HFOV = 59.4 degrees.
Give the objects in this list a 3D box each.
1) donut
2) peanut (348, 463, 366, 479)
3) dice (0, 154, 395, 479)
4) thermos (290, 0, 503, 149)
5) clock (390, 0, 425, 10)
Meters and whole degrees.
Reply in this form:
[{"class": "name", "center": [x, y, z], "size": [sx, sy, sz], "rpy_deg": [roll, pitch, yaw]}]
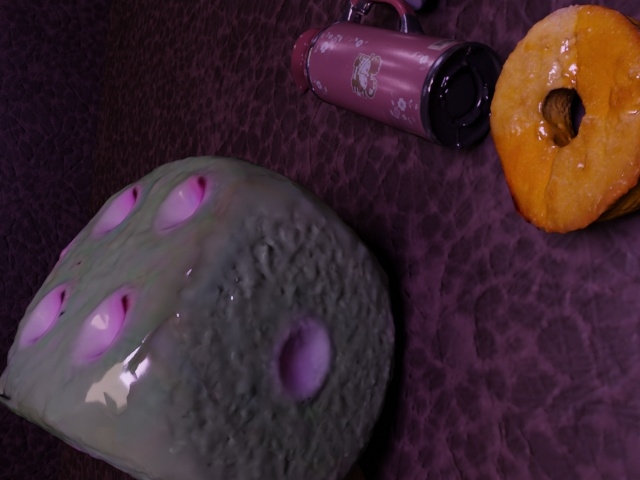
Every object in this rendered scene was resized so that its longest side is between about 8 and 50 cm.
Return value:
[{"class": "donut", "center": [0.227, -0.100, 0.477], "size": [0.174, 0.074, 0.190], "rpy_deg": [110, 153, -43]}, {"class": "peanut", "center": [-0.024, 0.292, 0.749], "size": [0.225, 0.108, 0.095], "rpy_deg": [17, 60, 46]}, {"class": "dice", "center": [-0.128, 0.115, 0.653], "size": [0.330, 0.318, 0.322], "rpy_deg": [-2, 52, 44]}, {"class": "thermos", "center": [0.060, -0.220, 0.690], "size": [0.330, 0.109, 0.136], "rpy_deg": [36, 149, 49]}, {"class": "clock", "center": [0.098, -0.428, 0.656], "size": [0.189, 0.188, 0.254], "rpy_deg": [33, 98, 50]}]
